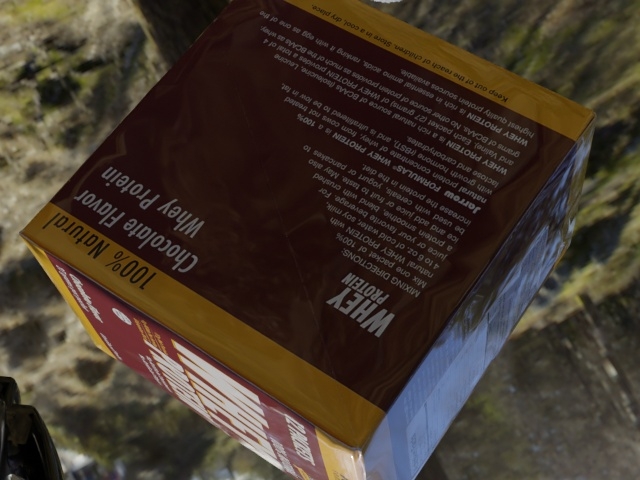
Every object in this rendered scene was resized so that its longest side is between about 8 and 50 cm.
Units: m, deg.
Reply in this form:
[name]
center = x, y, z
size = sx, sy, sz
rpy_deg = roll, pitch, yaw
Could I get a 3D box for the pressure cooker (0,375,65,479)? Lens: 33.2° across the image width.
[pressure cooker]
center = -0.425, 0.276, 0.891
size = 0.420, 0.370, 0.375
rpy_deg = 4, -178, -6

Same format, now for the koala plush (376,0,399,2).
[koala plush]
center = 0.118, -0.364, 1.054
size = 0.196, 0.203, 0.221
rpy_deg = -6, 177, 6

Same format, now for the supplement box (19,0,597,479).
[supplement box]
center = 0.000, 0.000, 0.539
size = 0.194, 0.191, 0.129
rpy_deg = -52, 158, -20
